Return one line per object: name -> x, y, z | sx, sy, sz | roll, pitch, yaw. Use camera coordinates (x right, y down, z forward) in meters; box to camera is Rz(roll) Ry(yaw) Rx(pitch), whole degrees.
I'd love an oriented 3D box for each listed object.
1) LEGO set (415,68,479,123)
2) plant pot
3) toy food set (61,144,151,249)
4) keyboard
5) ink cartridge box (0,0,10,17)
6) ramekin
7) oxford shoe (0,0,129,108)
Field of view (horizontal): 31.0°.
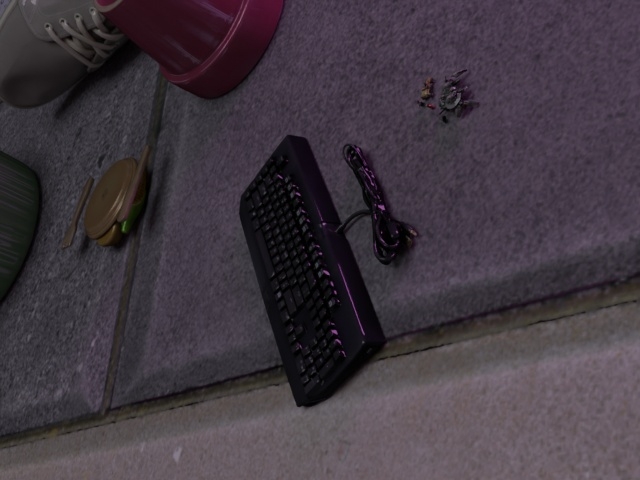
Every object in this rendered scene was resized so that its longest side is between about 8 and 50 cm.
LEGO set -> 0.119, -0.141, 1.117 | 0.083, 0.023, 0.054 | -5, 67, 50
plant pot -> -0.175, -0.304, 1.445 | 0.201, 0.180, 0.201 | -27, 51, 39
toy food set -> -0.277, -0.050, 1.556 | 0.192, 0.038, 0.132 | -17, 50, 52
keyboard -> 0.000, 0.000, 1.180 | 0.201, 0.033, 0.317 | -46, 41, 24
ink cartridge box -> -0.478, -0.544, 2.059 | 0.332, 0.065, 0.165 | -53, 38, 19
ramekin -> -0.570, -0.019, 1.801 | 0.303, 0.148, 0.303 | -28, 50, 39
oxford shoe -> -0.337, -0.328, 1.682 | 0.449, 0.169, 0.130 | -35, 47, 28
